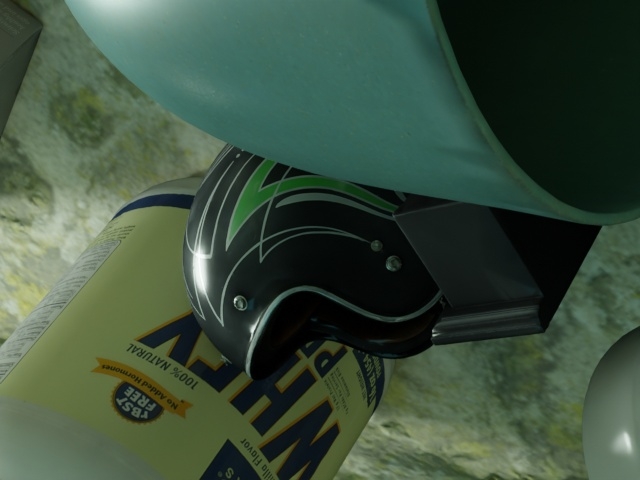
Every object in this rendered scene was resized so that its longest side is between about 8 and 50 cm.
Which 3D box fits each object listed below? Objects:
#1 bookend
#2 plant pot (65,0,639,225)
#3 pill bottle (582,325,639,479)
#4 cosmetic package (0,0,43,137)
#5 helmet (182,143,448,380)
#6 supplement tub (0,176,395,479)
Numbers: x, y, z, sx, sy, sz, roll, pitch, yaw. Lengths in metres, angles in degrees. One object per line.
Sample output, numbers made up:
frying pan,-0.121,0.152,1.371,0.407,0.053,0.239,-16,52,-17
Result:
bookend,0.082,-0.056,0.788,0.072,0.157,0.156,-11,123,42
plant pot,0.021,-0.157,0.627,0.235,0.293,0.293,3,132,38
pill bottle,0.301,0.056,0.702,0.204,0.204,0.361,41,142,-7
cosmetic package,-0.299,-0.096,1.078,0.127,0.107,0.238,38,139,-2
helmet,0.000,0.000,0.891,0.161,0.169,0.169,2,135,6
supplement tub,-0.116,0.138,1.000,0.235,0.325,0.235,20,139,18
